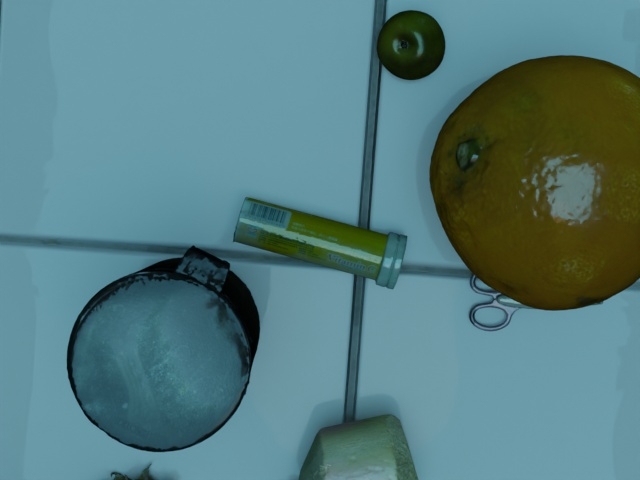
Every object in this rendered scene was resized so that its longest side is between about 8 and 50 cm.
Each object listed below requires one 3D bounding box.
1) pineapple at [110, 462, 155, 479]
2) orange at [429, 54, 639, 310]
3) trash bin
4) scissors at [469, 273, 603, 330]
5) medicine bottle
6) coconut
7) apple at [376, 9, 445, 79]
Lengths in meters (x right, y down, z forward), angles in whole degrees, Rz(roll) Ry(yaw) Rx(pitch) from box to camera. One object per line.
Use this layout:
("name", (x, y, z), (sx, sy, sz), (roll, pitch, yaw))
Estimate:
("pineapple", (-0.252, 0.364, 1.616), (0.137, 0.069, 0.116), (-15, 94, 0))
("orange", (0.281, -0.070, 1.459), (0.312, 0.312, 0.312), (0, 95, 0))
("trash bin", (-0.175, 0.122, 1.481), (0.203, 0.301, 0.252), (23, 93, -1))
("scissors", (0.285, 0.079, 1.616), (0.176, 0.022, 0.085), (1, 92, 3))
("medicine bottle", (0.000, 0.000, 1.586), (0.218, 0.074, 0.074), (16, 95, 1))
("coconut", (0.046, 0.303, 1.578), (0.153, 0.147, 0.147), (-15, 95, -2))
("apple", (0.115, -0.249, 1.563), (0.089, 0.074, 0.089), (4, 101, 20))
